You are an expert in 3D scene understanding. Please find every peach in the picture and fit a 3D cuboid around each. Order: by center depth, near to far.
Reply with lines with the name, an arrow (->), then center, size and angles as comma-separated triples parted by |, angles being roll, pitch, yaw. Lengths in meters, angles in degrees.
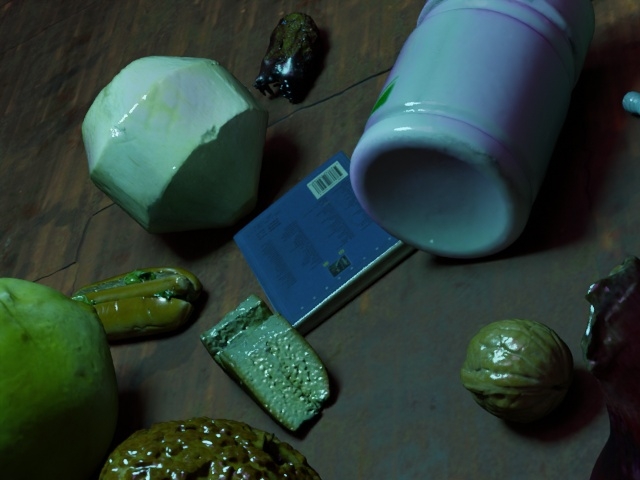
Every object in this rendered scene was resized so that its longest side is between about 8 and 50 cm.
peach -> -0.396, 0.207, 1.802 | 0.315, 0.281, 0.314 | -35, -16, -47

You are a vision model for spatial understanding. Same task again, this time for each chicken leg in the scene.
chicken leg -> -0.047, -0.285, 2.282 | 0.105, 0.063, 0.234 | -17, 35, 23

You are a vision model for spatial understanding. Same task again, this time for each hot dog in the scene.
hot dog -> -0.261, 0.081, 2.024 | 0.249, 0.068, 0.100 | -11, 42, 38

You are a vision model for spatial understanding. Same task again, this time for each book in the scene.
book -> 0.000, 0.000, 1.906 | 0.191, 0.025, 0.269 | -39, 32, 2

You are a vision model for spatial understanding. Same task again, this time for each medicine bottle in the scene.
medicine bottle -> 0.180, -0.162, 1.748 | 0.212, 0.212, 0.325 | -10, 43, 38

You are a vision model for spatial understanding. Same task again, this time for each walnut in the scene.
walnut -> 0.192, 0.126, 1.483 | 0.105, 0.105, 0.124 | -50, 30, -17

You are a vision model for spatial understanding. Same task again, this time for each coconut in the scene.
coconut -> -0.189, -0.121, 2.063 | 0.259, 0.259, 0.259 | -26, 34, 19

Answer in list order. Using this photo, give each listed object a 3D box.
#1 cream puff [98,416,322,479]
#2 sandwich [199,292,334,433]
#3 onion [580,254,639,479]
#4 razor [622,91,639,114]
cream puff -> -0.145, 0.303, 1.490 | 0.303, 0.212, 0.303 | -26, 39, 22
sandwich -> -0.072, 0.128, 1.753 | 0.090, 0.088, 0.244 | -40, 31, -10
onion -> 0.307, 0.156, 1.060 | 0.348, 0.385, 0.348 | -41, 17, 15
razor -> 0.396, -0.128, 1.639 | 0.106, 0.068, 0.232 | -41, 27, -6
